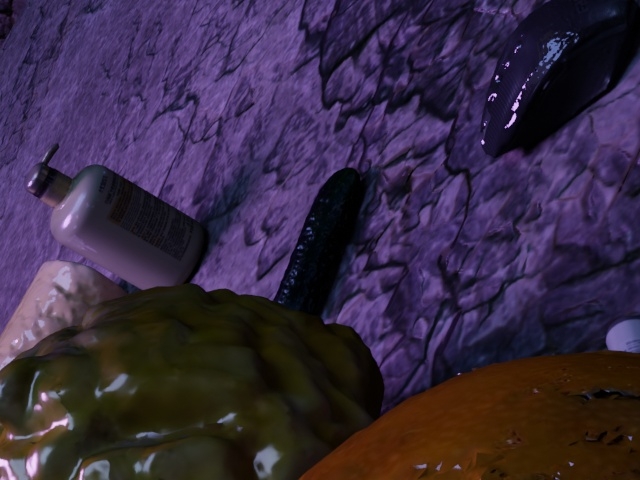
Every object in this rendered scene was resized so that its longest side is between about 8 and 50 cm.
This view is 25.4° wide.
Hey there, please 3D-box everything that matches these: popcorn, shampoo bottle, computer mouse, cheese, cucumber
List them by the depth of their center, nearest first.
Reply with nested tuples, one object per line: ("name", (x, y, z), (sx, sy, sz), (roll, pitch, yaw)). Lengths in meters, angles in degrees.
("popcorn", (-0.070, 0.141, 0.761), (0.249, 0.249, 0.225), (-153, 63, -67))
("computer mouse", (0.135, -0.107, 0.861), (0.135, 0.047, 0.079), (-46, 25, 32))
("cucumber", (0.000, 0.000, 1.019), (0.032, 0.032, 0.133), (-20, 42, 56))
("shampoo bottle", (-0.186, -0.018, 1.244), (0.079, 0.162, 0.079), (-45, 27, 30))
("cheese", (-0.255, 0.107, 1.324), (0.167, 0.094, 0.123), (-64, 13, -23))

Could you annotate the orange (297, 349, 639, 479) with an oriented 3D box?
("orange", (0.081, 0.149, 0.415), (0.240, 0.240, 0.240), (-44, 27, 30))

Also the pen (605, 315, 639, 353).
("pen", (0.151, 0.106, 0.595), (0.025, 0.025, 0.204), (-46, 27, 27))
